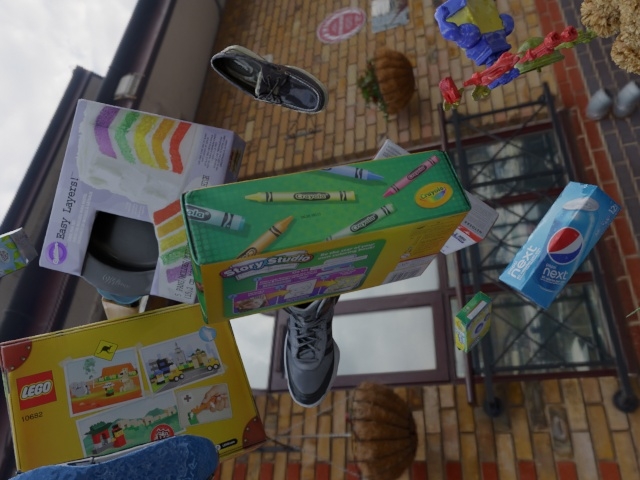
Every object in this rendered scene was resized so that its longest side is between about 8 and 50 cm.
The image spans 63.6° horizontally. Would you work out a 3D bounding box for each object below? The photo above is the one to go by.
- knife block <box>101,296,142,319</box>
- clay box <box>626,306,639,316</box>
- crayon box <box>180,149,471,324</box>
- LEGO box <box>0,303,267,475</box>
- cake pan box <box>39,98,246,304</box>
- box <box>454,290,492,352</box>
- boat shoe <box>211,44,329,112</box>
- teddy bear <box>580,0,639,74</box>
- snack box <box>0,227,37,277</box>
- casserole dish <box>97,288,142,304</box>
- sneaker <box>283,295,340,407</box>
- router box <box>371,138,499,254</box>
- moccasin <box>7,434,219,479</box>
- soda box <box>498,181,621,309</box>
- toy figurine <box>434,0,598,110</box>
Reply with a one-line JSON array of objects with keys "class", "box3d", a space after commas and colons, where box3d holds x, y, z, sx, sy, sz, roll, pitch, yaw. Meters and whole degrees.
[{"class": "knife block", "box3d": [-0.487, 0.143, 1.281, 0.242, 0.088, 0.276, -99, 29, -68]}, {"class": "clay box", "box3d": [0.609, 0.081, 0.806, 0.127, 0.221, 0.053, 58, -173, -66]}, {"class": "crayon box", "box3d": [0.000, 0.000, 0.563, 0.165, 0.278, 0.081, 108, 148, -61]}, {"class": "LEGO box", "box3d": [-0.424, 0.376, 1.191, 0.193, 0.499, 0.373, -54, 52, 54]}, {"class": "cake pan box", "box3d": [-0.262, -0.052, 0.762, 0.070, 0.245, 0.267, 21, -96, -83]}, {"class": "box", "box3d": [0.406, 0.226, 1.371, 0.105, 0.043, 0.179, -40, -36, -17]}, {"class": "boat shoe", "box3d": [-0.120, -0.358, 1.174, 0.092, 0.285, 0.103, -48, -16, -51]}, {"class": "teddy bear", "box3d": [0.425, -0.352, 0.670, 0.338, 0.113, 0.245, 16, -126, -85]}, {"class": "snack box", "box3d": [-0.638, 0.053, 0.933, 0.174, 0.207, 0.070, 12, 125, 66]}, {"class": "casserole dish", "box3d": [-0.397, 0.068, 1.118, 0.114, 0.037, 0.188, 43, -130, 6]}, {"class": "sneaker", "box3d": [-0.024, 0.147, 0.865, 0.153, 0.101, 0.269, 39, -124, -74]}, {"class": "router box", "box3d": [0.270, -0.103, 1.396, 0.082, 0.335, 0.301, -56, -2, -10]}, {"class": "moccasin", "box3d": [-0.309, 0.377, 0.739, 0.117, 0.341, 0.138, 89, 169, -64]}, {"class": "soda box", "box3d": [0.404, 0.006, 0.876, 0.067, 0.210, 0.071, 33, -176, -16]}, {"class": "toy figurine", "box3d": [0.328, -0.405, 0.942, 0.362, 0.191, 0.217, -26, -92, -33]}]
